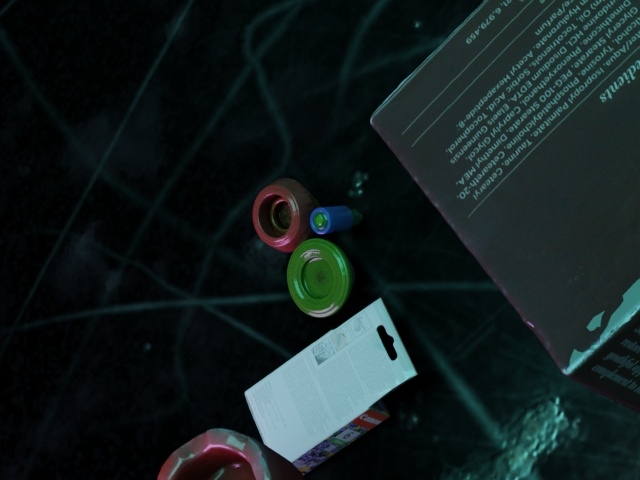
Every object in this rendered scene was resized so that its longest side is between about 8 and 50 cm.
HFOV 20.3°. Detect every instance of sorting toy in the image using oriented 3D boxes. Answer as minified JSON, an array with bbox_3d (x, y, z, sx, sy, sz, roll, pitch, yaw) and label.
[{"bbox_3d":[0.000,0.000,1.168,0.061,0.042,0.102,-46,66,32],"label":"sorting toy"}]

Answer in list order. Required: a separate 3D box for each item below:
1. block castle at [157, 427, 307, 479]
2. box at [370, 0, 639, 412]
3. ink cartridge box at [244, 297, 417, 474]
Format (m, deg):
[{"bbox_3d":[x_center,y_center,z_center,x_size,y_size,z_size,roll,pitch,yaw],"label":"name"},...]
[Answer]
[{"bbox_3d":[-0.017,0.356,0.950,0.303,0.213,0.453,-46,55,14],"label":"block castle"},{"bbox_3d":[0.171,-0.034,0.976,0.167,0.168,0.203,-44,55,13],"label":"box"},{"bbox_3d":[0.011,0.094,1.131,0.115,0.029,0.063,-36,57,19],"label":"ink cartridge box"}]
